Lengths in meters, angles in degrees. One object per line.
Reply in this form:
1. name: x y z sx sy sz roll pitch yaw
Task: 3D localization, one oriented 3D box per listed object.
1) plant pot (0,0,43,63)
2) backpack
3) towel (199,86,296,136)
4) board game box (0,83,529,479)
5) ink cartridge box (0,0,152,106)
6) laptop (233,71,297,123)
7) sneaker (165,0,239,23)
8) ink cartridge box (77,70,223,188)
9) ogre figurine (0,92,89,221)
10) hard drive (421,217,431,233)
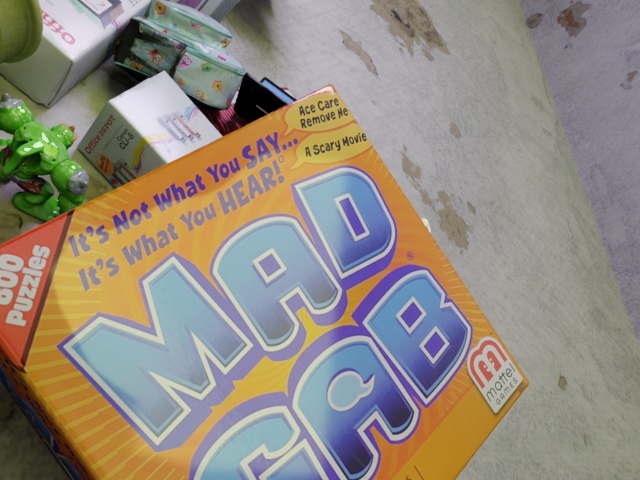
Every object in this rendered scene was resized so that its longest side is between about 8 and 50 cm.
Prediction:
1. plant pot: -0.492 -0.236 0.578 0.276 0.276 0.254 41 56 -20
2. backpack: -0.212 -0.296 0.908 0.188 0.144 0.166 32 12 -14
3. towel: -0.066 -0.159 1.037 0.237 0.037 0.329 -15 67 -43
4. board game box: -0.094 0.128 0.590 0.356 0.356 0.356 -35 93 -33
5. ink cartridge box: -0.392 -0.365 0.833 0.201 0.117 0.278 41 44 -19
6. laptop: -0.021 -0.221 0.994 0.234 0.264 0.136 34 77 -9
7. sneaker: -0.199 -0.486 0.977 0.161 0.282 0.102 52 20 -5
8. ink cartridge box: -0.239 -0.132 0.836 0.176 0.128 0.127 49 42 -10
9. ogre figurine: -0.360 -0.096 0.703 0.097 0.118 0.197 -23 84 -49
10. hard drive: 0.137 0.088 0.942 0.040 0.318 0.210 -4 85 -3
